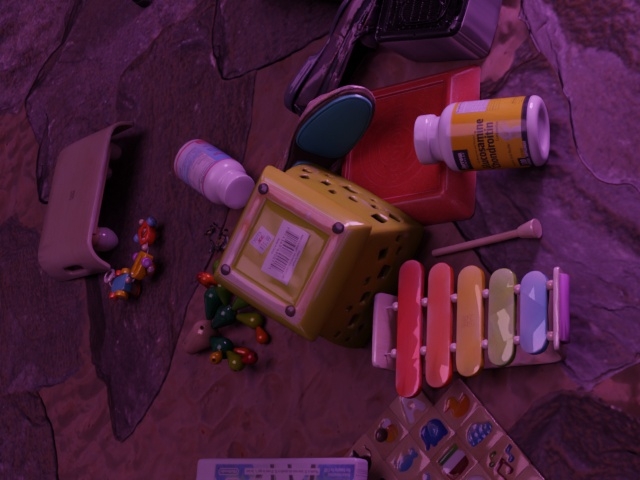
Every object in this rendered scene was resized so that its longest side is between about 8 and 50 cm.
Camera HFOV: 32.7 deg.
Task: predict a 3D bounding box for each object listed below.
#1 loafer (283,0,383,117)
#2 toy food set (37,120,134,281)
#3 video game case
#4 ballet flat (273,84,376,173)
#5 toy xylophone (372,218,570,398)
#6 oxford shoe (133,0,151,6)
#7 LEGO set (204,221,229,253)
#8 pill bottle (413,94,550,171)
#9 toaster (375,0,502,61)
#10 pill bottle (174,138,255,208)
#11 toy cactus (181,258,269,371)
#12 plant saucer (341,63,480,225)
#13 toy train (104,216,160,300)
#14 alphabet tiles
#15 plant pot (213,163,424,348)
[{"bbox_3d":[0.059,-0.323,1.845,0.095,0.109,0.302,42,105,23],"label":"loafer"},{"bbox_3d":[-0.463,-0.079,2.210,0.219,0.092,0.306,-12,65,50],"label":"toy food set"},{"bbox_3d":[-0.075,0.477,1.633,0.329,0.036,0.300,-9,69,38],"label":"video game case"},{"bbox_3d":[-0.010,-0.165,1.785,0.316,0.107,0.106,-51,28,41],"label":"ballet flat"},{"bbox_3d":[0.217,0.092,1.557,0.322,0.081,0.236,-20,62,34],"label":"toy xylophone"},{"bbox_3d":[-0.398,-0.620,2.337,0.083,0.096,0.227,-24,58,34],"label":"oxford shoe"},{"bbox_3d":[-0.181,-0.002,1.976,0.054,0.023,0.083,-39,40,20],"label":"LEGO set"},{"bbox_3d":[0.235,-0.153,1.592,0.184,0.103,0.103,-3,72,25],"label":"pill bottle"},{"bbox_3d":[0.196,-0.381,1.731,0.185,0.110,0.168,3,77,41],"label":"toaster"},{"bbox_3d":[-0.190,-0.118,1.978,0.160,0.087,0.087,34,97,42],"label":"pill bottle"},{"bbox_3d":[-0.181,0.143,1.876,0.180,0.112,0.219,-40,60,35],"label":"toy cactus"},{"bbox_3d":[0.129,-0.147,1.745,0.259,0.047,0.258,-9,68,39],"label":"plant saucer"},{"bbox_3d":[-0.349,0.043,2.087,0.166,0.046,0.125,-51,33,20],"label":"toy train"},{"bbox_3d":[0.170,0.373,1.542,0.285,0.011,0.342,-51,49,14],"label":"alphabet tiles"},{"bbox_3d":[-0.013,0.020,1.644,0.227,0.207,0.228,31,101,23],"label":"plant pot"}]
